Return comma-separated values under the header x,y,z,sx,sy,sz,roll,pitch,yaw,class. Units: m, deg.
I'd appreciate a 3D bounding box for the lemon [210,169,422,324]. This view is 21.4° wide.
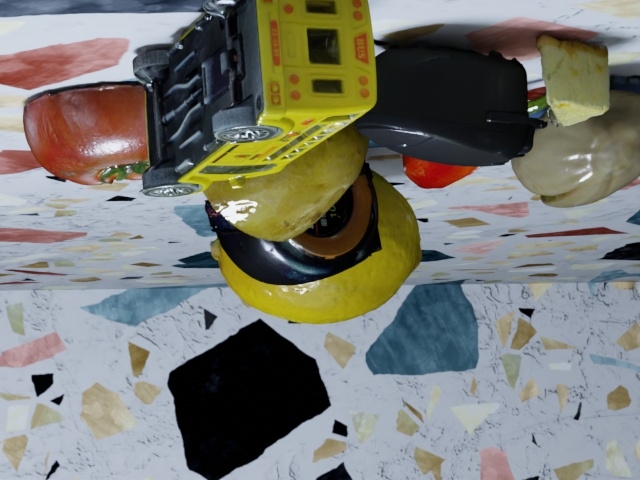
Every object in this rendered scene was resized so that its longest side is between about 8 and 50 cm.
x,y,z,sx,sy,sz,roll,pitch,yaw,class
-0.005,0.000,2.266,0.263,0.236,0.236,-21,-179,-30,lemon

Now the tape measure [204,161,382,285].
x,y,z,sx,sy,sz,roll,pitch,yaw,class
-0.032,-0.047,2.034,0.223,0.202,0.135,-3,170,-41,tape measure

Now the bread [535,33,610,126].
x,y,z,sx,sy,sz,roll,pitch,yaw,class
0.241,-0.162,1.761,0.109,0.084,0.080,3,167,-40,bread

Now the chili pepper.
x,y,z,sx,sy,sz,roll,pitch,yaw,class
0.164,-0.123,2.054,0.137,0.092,0.368,-31,-177,-16,chili pepper

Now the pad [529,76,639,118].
x,y,z,sx,sy,sz,roll,pitch,yaw,class
0.380,-0.161,2.073,0.270,0.012,0.269,0,171,-23,pad

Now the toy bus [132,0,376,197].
x,y,z,sx,sy,sz,roll,pitch,yaw,class
-0.072,-0.138,1.609,0.152,0.144,0.330,-1,169,-23,toy bus

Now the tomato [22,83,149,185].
x,y,z,sx,sy,sz,roll,pitch,yaw,class
-0.223,-0.115,1.910,0.225,0.085,0.225,-5,169,-1,tomato

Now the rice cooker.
x,y,z,sx,sy,sz,roll,pitch,yaw,class
0.132,-0.137,1.736,0.203,0.118,0.142,5,179,-34,rice cooker

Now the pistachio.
x,y,z,sx,sy,sz,roll,pitch,yaw,class
0.297,-0.106,1.945,0.136,0.135,0.226,0,169,-24,pistachio

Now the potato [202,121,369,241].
x,y,z,sx,sy,sz,roll,pitch,yaw,class
-0.024,-0.107,1.817,0.158,0.178,0.203,-30,143,34,potato
